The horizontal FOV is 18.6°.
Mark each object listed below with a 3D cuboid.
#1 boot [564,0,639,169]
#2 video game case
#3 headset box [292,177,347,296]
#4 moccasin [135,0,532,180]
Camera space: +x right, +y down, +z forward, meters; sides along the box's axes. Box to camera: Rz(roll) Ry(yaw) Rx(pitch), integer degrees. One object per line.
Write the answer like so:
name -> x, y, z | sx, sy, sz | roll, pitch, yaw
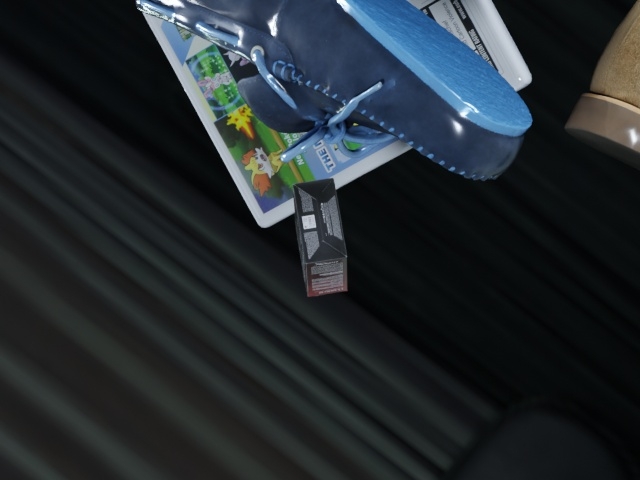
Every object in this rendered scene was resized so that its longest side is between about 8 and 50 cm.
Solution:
boot -> 0.305, -0.058, 1.203 | 0.115, 0.305, 0.112 | -66, 20, -2
video game case -> -0.008, -0.221, 1.818 | 0.300, 0.329, 0.036 | -28, 1, 21
headset box -> 0.000, 0.000, 1.405 | 0.083, 0.032, 0.062 | 84, 177, -69
moccasin -> 0.003, -0.119, 1.290 | 0.137, 0.342, 0.117 | 15, -70, -46
